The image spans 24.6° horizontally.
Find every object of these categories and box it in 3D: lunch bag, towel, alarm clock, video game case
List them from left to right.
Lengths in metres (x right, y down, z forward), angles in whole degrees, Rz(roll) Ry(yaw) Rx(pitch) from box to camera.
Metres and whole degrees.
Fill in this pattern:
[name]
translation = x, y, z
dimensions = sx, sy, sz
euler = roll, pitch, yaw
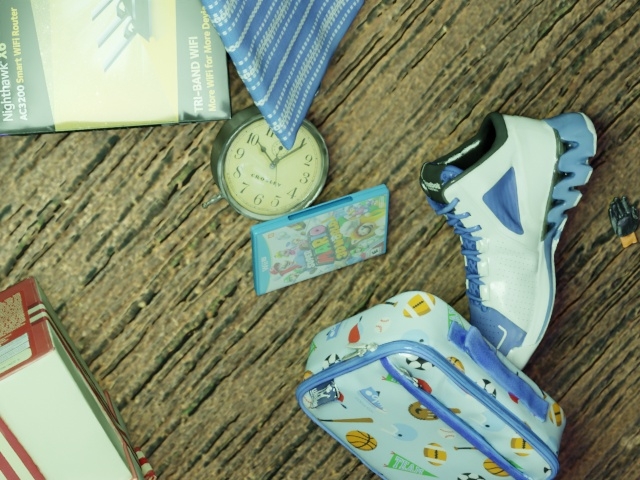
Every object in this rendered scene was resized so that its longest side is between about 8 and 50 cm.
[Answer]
[towel]
translation = -0.054, -0.293, 1.485
dimensions = 0.336, 0.040, 0.243
euler = 61, 40, -40
[alarm clock]
translation = -0.050, -0.107, 1.663
dimensions = 0.129, 0.064, 0.192
euler = 21, 105, -23
[video game case]
translation = 0.000, 0.000, 1.709
dimensions = 0.166, 0.015, 0.119
euler = -18, 145, -14
[lunch bag]
translation = 0.132, 0.192, 1.734
dimensions = 0.303, 0.115, 0.243
euler = 40, 138, -24

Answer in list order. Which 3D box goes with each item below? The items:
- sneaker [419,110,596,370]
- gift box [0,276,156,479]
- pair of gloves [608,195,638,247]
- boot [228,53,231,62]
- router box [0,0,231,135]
[sneaker]
translation = 0.194, -0.017, 1.750
dimensions = 0.182, 0.127, 0.316
euler = 12, 98, -17
[gift box]
translation = -0.340, 0.238, 1.588
dimensions = 0.255, 0.276, 0.258
euler = -27, 116, -1
[pair of gloves]
translation = 0.405, -0.037, 1.860
dimensions = 0.083, 0.010, 0.074
euler = -28, 116, -3
[boot]
translation = -0.173, -0.194, 1.570
dimensions = 0.219, 0.106, 0.082
euler = -34, 115, -3
[router box]
translation = -0.219, -0.265, 1.476
dimensions = 0.242, 0.081, 0.309
euler = -5, 95, -2
